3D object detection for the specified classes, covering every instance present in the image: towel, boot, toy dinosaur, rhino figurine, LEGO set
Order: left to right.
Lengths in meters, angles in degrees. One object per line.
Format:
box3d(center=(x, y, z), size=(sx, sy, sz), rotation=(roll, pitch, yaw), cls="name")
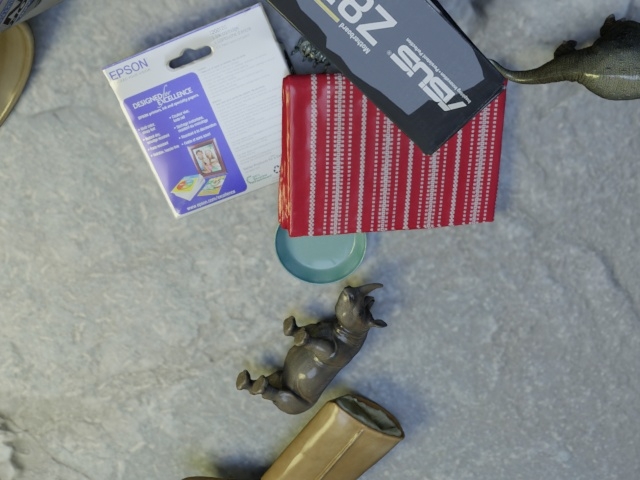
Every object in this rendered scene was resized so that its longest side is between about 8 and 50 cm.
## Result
box3d(center=(-0.053, 0.312, 1.185), size=(0.236, 0.089, 0.269), rotation=(26, 115, -36), cls="boot")
box3d(center=(0.001, 0.140, 1.126), size=(0.106, 0.073, 0.243), rotation=(30, 111, -32), cls="rhino figurine")
box3d(center=(0.005, -0.225, 0.995), size=(0.083, 0.023, 0.054), rotation=(-27, 111, 12), cls="LEGO set")
box3d(center=(0.085, -0.105, 1.018), size=(0.275, 0.031, 0.199), rotation=(-4, 113, -11), cls="towel")
box3d(center=(0.349, -0.194, 0.930), size=(0.313, 0.160, 0.121), rotation=(14, 113, -6), cls="toy dinosaur")

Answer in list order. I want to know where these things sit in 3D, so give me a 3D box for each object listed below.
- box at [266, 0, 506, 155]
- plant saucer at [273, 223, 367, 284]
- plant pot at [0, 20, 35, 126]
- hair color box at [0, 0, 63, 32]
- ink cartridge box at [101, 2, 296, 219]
box3d(center=(0.002, -0.263, 0.776), size=(0.097, 0.395, 0.318), rotation=(-42, 107, 16), cls="box")
box3d(center=(0.000, 0.000, 1.095), size=(0.119, 0.021, 0.119), rotation=(0, 114, 0), cls="plant saucer")
box3d(center=(-0.516, -0.207, 0.881), size=(0.280, 0.323, 0.323), rotation=(44, 108, 0), cls="plant pot")
box3d(center=(-0.277, -0.306, 0.791), size=(0.110, 0.339, 0.185), rotation=(33, 110, -15), cls="hair color box")
box3d(center=(-0.121, -0.153, 1.016), size=(0.206, 0.045, 0.208), rotation=(-19, 114, 8), cls="ink cartridge box")
